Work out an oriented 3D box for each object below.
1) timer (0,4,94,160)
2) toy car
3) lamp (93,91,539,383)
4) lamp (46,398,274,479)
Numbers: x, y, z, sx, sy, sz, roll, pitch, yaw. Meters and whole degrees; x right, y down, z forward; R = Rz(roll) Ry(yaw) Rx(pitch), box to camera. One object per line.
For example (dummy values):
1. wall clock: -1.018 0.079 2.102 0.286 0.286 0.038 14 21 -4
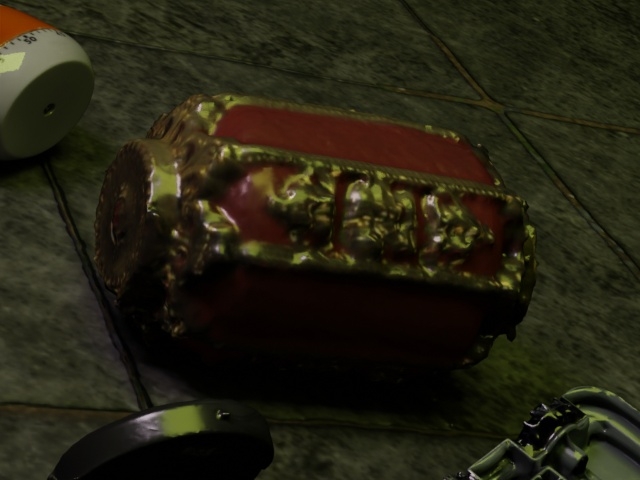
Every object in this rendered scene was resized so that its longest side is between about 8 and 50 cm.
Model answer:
1. timer: -0.232 -0.118 1.101 0.136 0.099 0.136 28 18 -10
2. toy car: 0.117 0.169 0.866 0.191 0.100 0.097 -31 57 -34
3. lamp: 0.000 0.000 1.000 0.274 0.177 0.177 7 31 -25
4. lamp: 0.000 0.203 0.687 0.130 0.108 0.371 3 33 -35
